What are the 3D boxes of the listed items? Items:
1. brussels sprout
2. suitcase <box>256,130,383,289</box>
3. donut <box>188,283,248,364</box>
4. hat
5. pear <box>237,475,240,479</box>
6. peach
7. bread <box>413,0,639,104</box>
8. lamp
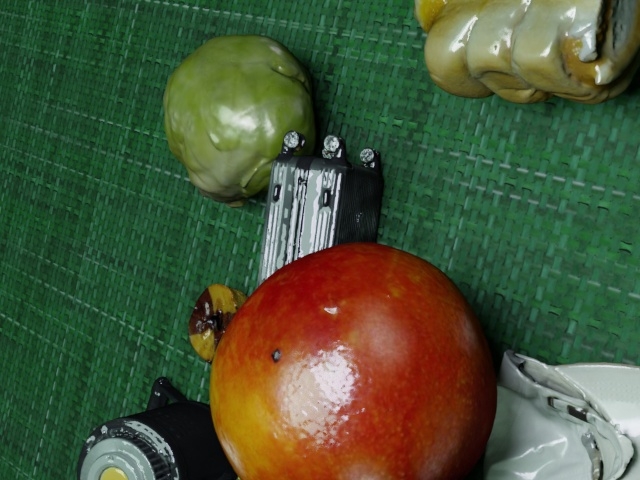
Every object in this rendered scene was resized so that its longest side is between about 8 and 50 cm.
[{"bbox_3d":[-0.129,-0.202,1.835,0.316,0.242,0.274,-17,90,60],"label":"brussels sprout"},{"bbox_3d":[0.000,0.000,1.696,0.128,0.202,0.312,6,89,24],"label":"suitcase"},{"bbox_3d":[-0.171,0.147,1.934,0.140,0.059,0.141,-6,81,43],"label":"donut"},{"bbox_3d":[0.341,0.281,1.405,0.301,0.168,0.258,-7,51,20],"label":"hat"},{"bbox_3d":[-0.002,0.388,1.673,0.238,0.164,0.255,50,124,34],"label":"pear"},{"bbox_3d":[0.047,0.200,1.421,0.388,0.388,0.389,-7,80,42],"label":"peach"},{"bbox_3d":[0.290,-0.319,1.471,0.341,0.210,0.301,2,74,43],"label":"bread"},{"bbox_3d":[-0.280,0.378,1.858,0.374,0.272,0.205,28,102,42],"label":"lamp"}]
